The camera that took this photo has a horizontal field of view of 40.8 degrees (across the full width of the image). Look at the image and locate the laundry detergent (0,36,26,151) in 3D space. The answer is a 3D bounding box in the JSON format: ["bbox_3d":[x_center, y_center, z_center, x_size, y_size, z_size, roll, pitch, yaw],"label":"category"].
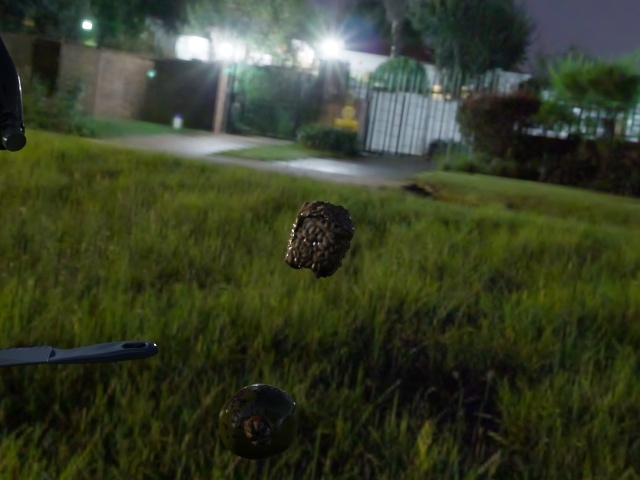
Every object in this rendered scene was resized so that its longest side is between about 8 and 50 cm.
[{"bbox_3d":[-0.374,-0.164,0.928,0.211,0.137,0.063,38,17,34],"label":"laundry detergent"}]

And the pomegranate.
[{"bbox_3d":[-0.060,0.163,0.768,0.073,0.073,0.084,10,4,26],"label":"pomegranate"}]

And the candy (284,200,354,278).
[{"bbox_3d":[0.000,0.000,1.303,0.095,0.110,0.085,18,22,9],"label":"candy"}]

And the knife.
[{"bbox_3d":[-0.374,0.154,1.164,0.313,0.019,0.044,-4,33,0],"label":"knife"}]
